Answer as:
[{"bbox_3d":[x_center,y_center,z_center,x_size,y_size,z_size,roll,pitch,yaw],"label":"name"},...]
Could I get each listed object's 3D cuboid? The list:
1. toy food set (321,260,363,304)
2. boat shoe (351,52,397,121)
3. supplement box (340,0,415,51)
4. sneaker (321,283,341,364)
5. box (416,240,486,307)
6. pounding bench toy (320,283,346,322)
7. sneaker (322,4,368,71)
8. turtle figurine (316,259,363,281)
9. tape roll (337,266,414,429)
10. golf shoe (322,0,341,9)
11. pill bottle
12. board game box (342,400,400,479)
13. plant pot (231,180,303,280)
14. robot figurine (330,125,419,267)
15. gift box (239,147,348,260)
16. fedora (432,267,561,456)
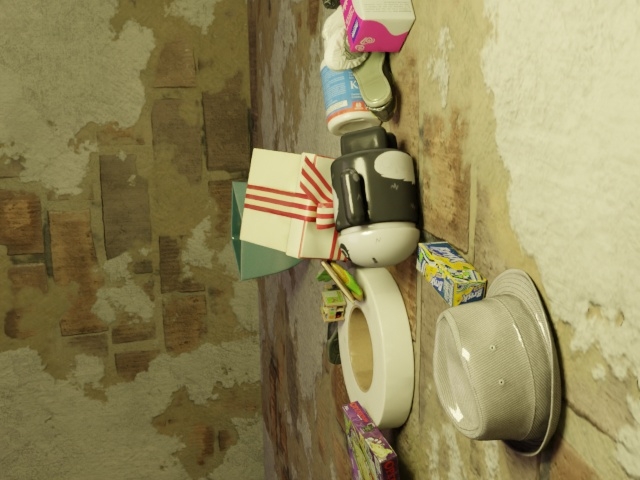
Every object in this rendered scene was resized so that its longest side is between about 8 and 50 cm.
[{"bbox_3d":[0.050,0.086,1.664,0.132,0.038,0.192,53,178,2],"label":"toy food set"},{"bbox_3d":[0.115,-0.346,1.574,0.068,0.081,0.227,58,-160,-46],"label":"boat shoe"},{"bbox_3d":[0.107,-0.506,1.493,0.111,0.114,0.220,118,144,-64],"label":"supplement box"},{"bbox_3d":[0.052,0.219,2.003,0.130,0.087,0.227,-127,38,-70],"label":"sneaker"},{"bbox_3d":[0.224,0.058,1.273,0.169,0.059,0.054,-121,31,-63],"label":"box"},{"bbox_3d":[0.027,0.157,1.843,0.083,0.052,0.065,-110,20,-49],"label":"pounding bench toy"},{"bbox_3d":[0.048,-0.442,1.594,0.115,0.090,0.232,-10,43,39],"label":"sneaker"},{"bbox_3d":[0.000,0.000,1.930,0.198,0.275,0.266,43,-154,-56],"label":"turtle figurine"},{"bbox_3d":[0.123,0.252,1.736,0.392,0.072,0.392,176,90,-77],"label":"tape roll"},{"bbox_3d":[0.045,-0.677,1.816,0.094,0.077,0.198,-88,7,-53],"label":"golf shoe"},{"bbox_3d":[0.065,-0.362,1.683,0.124,0.124,0.221,130,133,-71],"label":"pill bottle"},{"bbox_3d":[0.128,0.567,1.688,0.208,0.056,0.347,41,145,55],"label":"board game box"},{"bbox_3d":[-0.158,-0.040,2.440,0.247,0.252,0.248,-110,21,-52],"label":"plant pot"},{"bbox_3d":[0.107,-0.083,1.477,0.173,0.209,0.278,-20,74,63],"label":"robot figurine"},{"bbox_3d":[-0.014,-0.098,1.650,0.258,0.255,0.276,16,103,45],"label":"gift box"},{"bbox_3d":[0.244,0.184,1.088,0.244,0.124,0.275,130,134,-71],"label":"fedora"}]
